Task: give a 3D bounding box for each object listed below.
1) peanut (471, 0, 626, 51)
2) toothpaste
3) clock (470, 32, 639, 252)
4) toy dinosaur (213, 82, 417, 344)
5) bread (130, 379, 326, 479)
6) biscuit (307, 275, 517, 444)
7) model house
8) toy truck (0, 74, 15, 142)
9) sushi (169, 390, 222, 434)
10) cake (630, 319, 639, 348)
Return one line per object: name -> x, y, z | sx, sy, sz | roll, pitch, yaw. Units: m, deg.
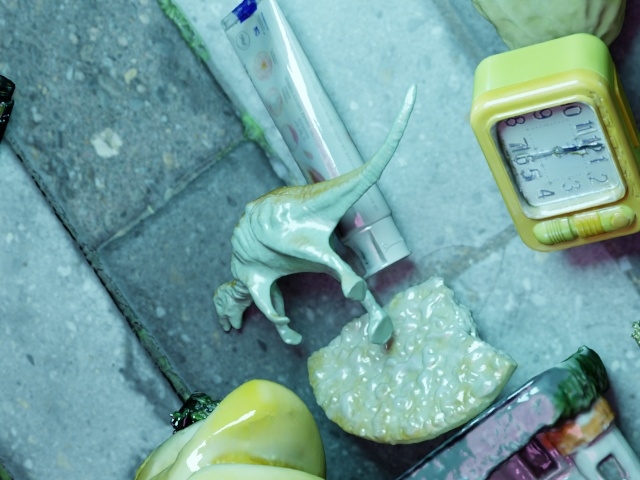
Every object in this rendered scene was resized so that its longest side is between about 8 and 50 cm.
peanut -> 0.195, -0.301, 1.798 | 0.143, 0.159, 0.291 | -29, 88, -7
toothpaste -> -0.007, -0.113, 1.940 | 0.100, 0.066, 0.323 | -33, 85, 52
clock -> 0.239, -0.092, 1.797 | 0.143, 0.096, 0.202 | -12, 129, 22
toy dinosaur -> 0.000, 0.000, 1.880 | 0.205, 0.092, 0.393 | 45, 133, 27
bread -> -0.142, 0.342, 1.902 | 0.424, 0.329, 0.245 | -50, 61, 40
biscuit -> 0.094, 0.126, 1.904 | 0.265, 0.040, 0.188 | 4, 61, 43
model house -> 0.239, 0.294, 1.848 | 0.271, 0.190, 0.301 | -38, 88, 13
toy truck -> -0.480, -0.166, 2.062 | 0.257, 0.127, 0.127 | 28, 107, 16
sushi -> -0.118, 0.208, 2.012 | 0.083, 0.085, 0.056 | 11, 102, 16
cake -> 0.355, 0.145, 1.861 | 0.140, 0.051, 0.055 | 46, 110, 10
